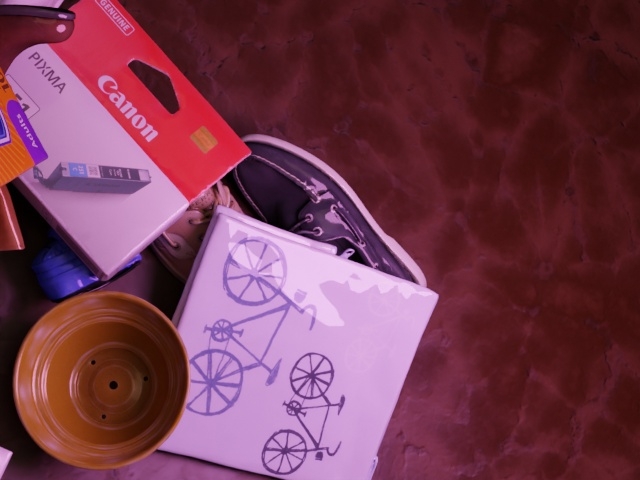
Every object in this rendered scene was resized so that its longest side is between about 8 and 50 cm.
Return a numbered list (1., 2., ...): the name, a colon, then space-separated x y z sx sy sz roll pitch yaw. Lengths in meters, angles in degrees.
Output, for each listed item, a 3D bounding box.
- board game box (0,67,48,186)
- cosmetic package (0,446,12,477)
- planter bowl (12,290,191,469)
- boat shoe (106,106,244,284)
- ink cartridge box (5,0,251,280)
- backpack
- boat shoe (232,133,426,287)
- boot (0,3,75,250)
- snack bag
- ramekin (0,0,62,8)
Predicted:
1. board game box: -0.567 -0.132 1.459 0.356 0.357 0.356 63 17 -9
2. cosmetic package: -0.528 0.364 1.580 0.217 0.156 0.385 28 69 -15
3. planter bowl: -0.263 0.175 1.768 0.217 0.090 0.217 0 79 2
4. boat shoe: -0.173 -0.037 1.864 0.341 0.110 0.121 41 64 -11
5. ink cartridge box: -0.267 -0.144 1.760 0.261 0.066 0.296 -42 91 -18
6. backpack: -0.304 0.019 1.800 0.120 0.098 0.101 -32 94 -18
7. boat shoe: -0.002 0.002 1.924 0.340 0.127 0.113 47 44 -19
8. boot: -0.384 -0.123 1.641 0.264 0.096 0.280 -9 96 7
9. snack bag: -0.036 0.154 1.868 0.343 0.037 0.323 19 94 -20
10. ramekin: -0.405 -0.380 1.723 0.273 0.127 0.272 3 84 -28
